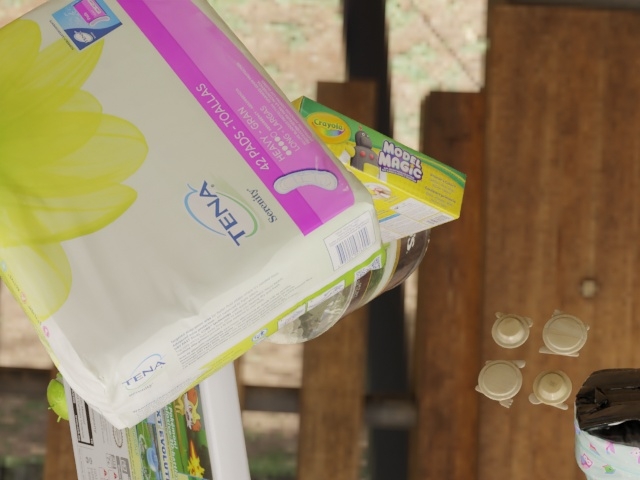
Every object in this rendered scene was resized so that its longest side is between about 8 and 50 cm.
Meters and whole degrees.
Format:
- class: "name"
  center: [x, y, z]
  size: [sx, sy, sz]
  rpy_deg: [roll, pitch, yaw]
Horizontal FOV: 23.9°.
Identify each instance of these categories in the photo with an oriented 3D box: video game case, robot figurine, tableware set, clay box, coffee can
- class: "video game case"
  center: [-0.143, 0.248, 1.371]
  size: [0.036, 0.329, 0.300]
  rpy_deg: [-11, -175, -33]
- class: "robot figurine"
  center: [-0.291, 0.177, 1.878]
  size: [0.067, 0.115, 0.101]
  rpy_deg: [36, 161, 26]
- class: "tableware set"
  center: [0.308, 0.171, 2.194]
  size: [0.141, 0.169, 0.020]
  rpy_deg: [10, 154, 17]
- class: "clay box"
  center: [0.012, -0.069, 1.433]
  size: [0.222, 0.053, 0.127]
  rpy_deg: [25, 155, -27]
- class: "coffee can"
  center: [0.000, 0.000, 1.893]
  size: [0.201, 0.202, 0.275]
  rpy_deg: [-1, -169, 23]

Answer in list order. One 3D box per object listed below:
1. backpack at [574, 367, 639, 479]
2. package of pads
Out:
- class: "backpack"
  center: [0.327, 0.184, 1.414]
  size: [0.182, 0.115, 0.152]
  rpy_deg: [0, -151, 19]
- class: "package of pads"
  center: [-0.130, -0.043, 1.042]
  size: [0.229, 0.296, 0.101]
  rpy_deg: [-33, 153, -12]
